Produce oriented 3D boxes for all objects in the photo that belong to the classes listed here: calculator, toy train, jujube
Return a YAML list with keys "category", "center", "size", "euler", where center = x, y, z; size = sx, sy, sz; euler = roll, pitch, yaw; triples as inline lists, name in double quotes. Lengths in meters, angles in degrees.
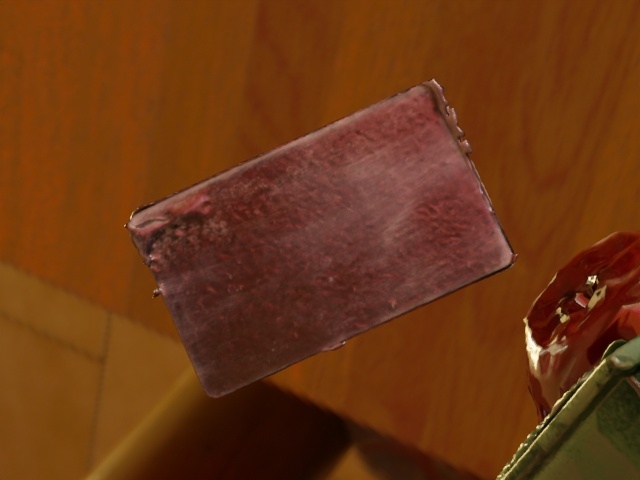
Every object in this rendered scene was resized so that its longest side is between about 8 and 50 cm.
- category: "calculator"
  center: [0.000, 0.000, 1.354]
  size: [0.262, 0.021, 0.161]
  euler: [-23, 82, -1]
- category: "toy train"
  center: [0.255, 0.185, 1.308]
  size: [0.202, 0.145, 0.266]
  euler: [52, 144, 17]
- category: "jujube"
  center: [0.351, 0.168, 1.630]
  size: [0.276, 0.276, 0.377]
  euler: [-26, 113, 37]
